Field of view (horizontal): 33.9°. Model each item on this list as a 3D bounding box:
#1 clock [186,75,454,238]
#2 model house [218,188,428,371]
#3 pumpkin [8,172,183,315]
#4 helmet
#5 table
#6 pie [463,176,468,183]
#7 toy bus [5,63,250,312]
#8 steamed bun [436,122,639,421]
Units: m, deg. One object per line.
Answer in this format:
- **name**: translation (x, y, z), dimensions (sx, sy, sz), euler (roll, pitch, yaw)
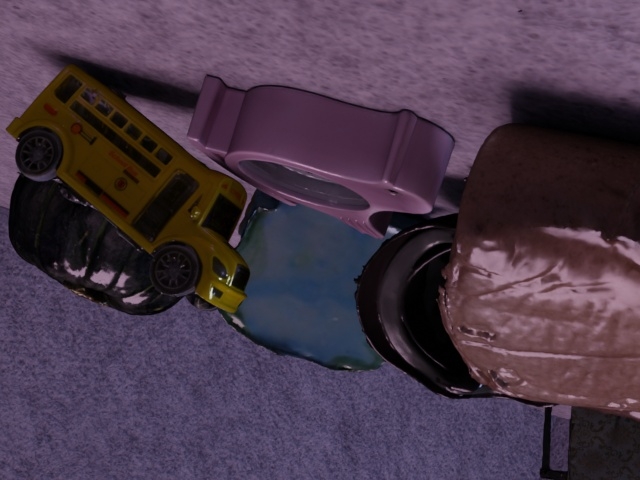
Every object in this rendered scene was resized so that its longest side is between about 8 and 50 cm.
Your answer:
- **clock**: translation (0.033, -0.076, 1.175), dimensions (0.275, 0.080, 0.290), euler (13, 170, 30)
- **model house**: translation (-0.004, 0.017, 1.477), dimensions (0.261, 0.226, 0.241), euler (22, -160, -11)
- **pumpkin**: translation (-0.330, -0.023, 1.654), dimensions (0.323, 0.241, 0.323), euler (29, 170, 5)
- **helmet**: translation (0.209, 0.061, 1.275), dimensions (0.305, 0.225, 0.177), euler (15, -154, 16)
- **table**: translation (0.537, 0.284, 1.664), dimensions (0.334, 0.222, 0.272), euler (4, 169, 2)
- **pie**: translation (0.244, -0.034, 1.154), dimensions (0.169, 0.034, 0.092), euler (14, 166, 18)
- **toy bus**: translation (-0.201, -0.056, 1.230), dimensions (0.330, 0.152, 0.144), euler (38, 178, 15)
- **steamed bun**: translation (0.245, 0.017, 0.958), dimensions (0.251, 0.199, 0.301), euler (7, 143, 16)
